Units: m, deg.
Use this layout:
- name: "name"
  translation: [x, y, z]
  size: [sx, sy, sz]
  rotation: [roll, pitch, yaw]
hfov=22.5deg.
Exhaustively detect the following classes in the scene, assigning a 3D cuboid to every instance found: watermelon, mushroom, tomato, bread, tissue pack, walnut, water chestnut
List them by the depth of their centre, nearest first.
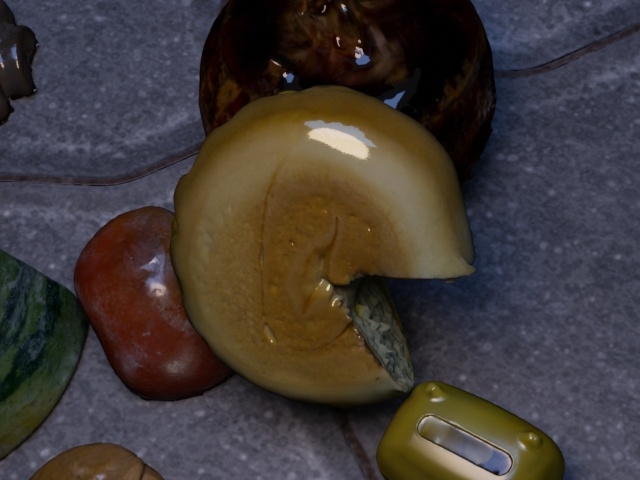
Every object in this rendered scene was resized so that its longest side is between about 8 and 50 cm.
- name: "bread"
  translation: [0.000, 0.000, 1.592]
  size: [0.333, 0.333, 0.160]
  rotation: [9, 25, 12]
- name: "tissue pack"
  translation: [0.148, 0.219, 1.602]
  size: [0.178, 0.127, 0.123]
  rotation: [26, 69, 20]
- name: "walnut"
  translation: [-0.226, 0.281, 1.605]
  size: [0.167, 0.149, 0.166]
  rotation: [8, 66, -19]
- name: "watermelon"
  translation: [-0.409, 0.099, 1.712]
  size: [0.201, 0.262, 0.212]
  rotation: [2, 60, 40]
- name: "tomato"
  translation: [-0.173, 0.051, 1.726]
  size: [0.181, 0.155, 0.214]
  rotation: [-32, 63, -7]
- name: "water chestnut"
  translation: [0.027, -0.183, 1.745]
  size: [0.351, 0.302, 0.350]
  rotation: [-3, 55, 4]
- name: "mushroom"
  translation: [-0.430, -0.226, 1.945]
  size: [0.141, 0.117, 0.188]
  rotation: [-10, 63, 14]
